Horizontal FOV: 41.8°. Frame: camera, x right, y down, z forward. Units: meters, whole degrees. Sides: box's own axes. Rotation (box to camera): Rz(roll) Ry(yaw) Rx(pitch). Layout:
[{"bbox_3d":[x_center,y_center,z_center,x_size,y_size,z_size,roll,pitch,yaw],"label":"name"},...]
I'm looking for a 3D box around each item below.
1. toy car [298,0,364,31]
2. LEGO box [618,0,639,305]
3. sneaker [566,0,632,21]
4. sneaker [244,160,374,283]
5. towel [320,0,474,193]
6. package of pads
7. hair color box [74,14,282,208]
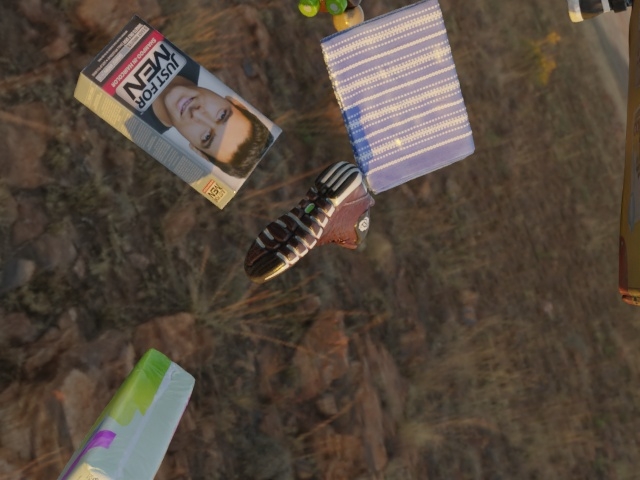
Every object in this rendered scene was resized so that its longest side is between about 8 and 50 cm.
[{"bbox_3d":[0.052,-0.580,2.156,0.155,0.148,0.188,-60,143,-35],"label":"toy car"},{"bbox_3d":[0.367,-0.124,0.635,0.500,0.193,0.373,10,83,-78],"label":"LEGO box"},{"bbox_3d":[0.447,-0.412,1.269,0.079,0.121,0.217,58,40,-43],"label":"sneaker"},{"bbox_3d":[0.000,0.000,1.558,0.106,0.281,0.162,46,0,44],"label":"sneaker"},{"bbox_3d":[0.157,-0.273,1.633,0.040,0.243,0.336,-113,-178,-62],"label":"towel"},{"bbox_3d":[-0.299,0.321,1.187,0.101,0.229,0.296,34,22,-7],"label":"package of pads"},{"bbox_3d":[-0.286,-0.258,1.702,0.374,0.113,0.185,38,63,-9],"label":"hair color box"}]
